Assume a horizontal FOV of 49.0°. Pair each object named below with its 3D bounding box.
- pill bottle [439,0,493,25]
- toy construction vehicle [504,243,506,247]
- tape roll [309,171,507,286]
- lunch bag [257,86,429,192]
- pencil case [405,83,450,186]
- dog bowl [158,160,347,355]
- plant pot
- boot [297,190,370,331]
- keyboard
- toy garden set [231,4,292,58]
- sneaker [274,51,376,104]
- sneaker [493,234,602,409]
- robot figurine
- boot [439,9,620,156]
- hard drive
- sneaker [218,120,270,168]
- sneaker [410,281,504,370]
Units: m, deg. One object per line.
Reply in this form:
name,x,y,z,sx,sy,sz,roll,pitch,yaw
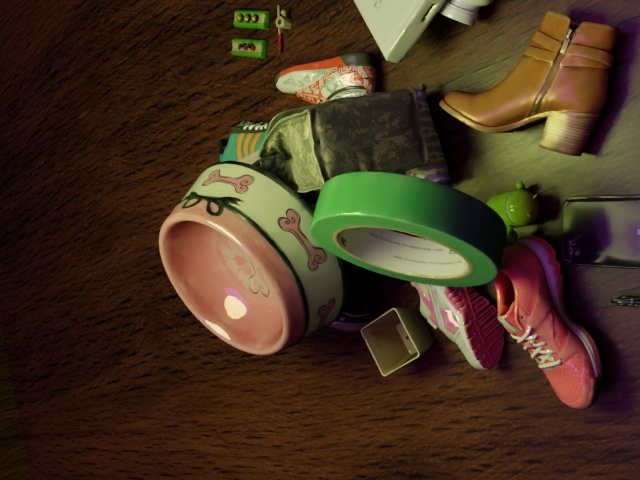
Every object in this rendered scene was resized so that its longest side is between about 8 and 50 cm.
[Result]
pill bottle,0.281,-0.488,1.258,0.103,0.103,0.184,38,119,32
toy construction vehicle,0.313,0.032,1.345,0.085,0.035,0.098,-13,87,42
tape roll,0.144,-0.010,1.175,0.321,0.321,0.077,0,67,42
lunch bag,0.030,-0.185,1.349,0.287,0.235,0.169,-1,103,65
pencil case,0.194,-0.196,1.385,0.086,0.088,0.206,-16,83,31
dog bowl,-0.152,0.055,1.401,0.407,0.150,0.408,25,137,26
plant pot,0.169,0.201,1.454,0.109,0.096,0.109,-39,71,37
boot,0.000,0.000,1.555,0.377,0.138,0.284,40,121,41
keyboard,0.547,0.026,1.140,0.317,0.033,0.202,3,93,42
toy garden set,-0.138,-0.558,1.658,0.203,0.049,0.245,17,107,39
sneaker,0.005,-0.313,1.536,0.270,0.090,0.145,-3,91,39
sneaker,0.372,0.152,1.226,0.116,0.136,0.314,-43,63,60
robot figurine,0.346,-0.056,1.268,0.115,0.067,0.101,-12,56,65
boot,0.356,-0.286,1.213,0.283,0.109,0.220,25,113,35
hard drive,0.137,-0.546,1.343,0.233,0.047,0.353,-52,47,40
sneaker,-0.150,-0.241,1.672,0.302,0.108,0.121,-22,86,43
sneaker,0.263,0.138,1.368,0.111,0.102,0.252,-40,73,56
